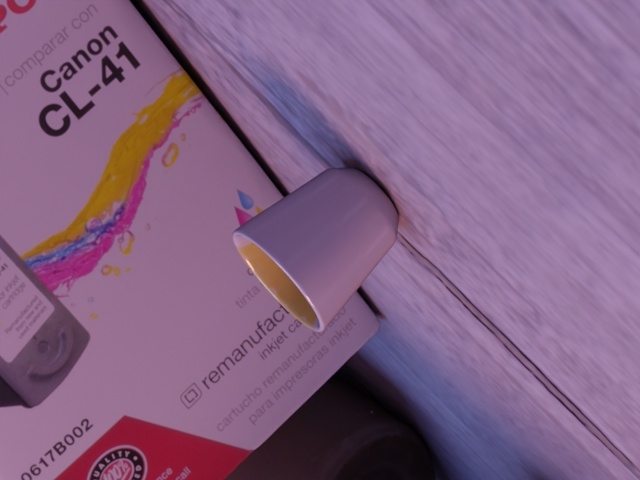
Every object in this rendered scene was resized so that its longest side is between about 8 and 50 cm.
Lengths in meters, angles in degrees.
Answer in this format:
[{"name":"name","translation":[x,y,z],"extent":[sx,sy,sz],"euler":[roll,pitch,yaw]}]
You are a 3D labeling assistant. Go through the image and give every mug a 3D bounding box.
[{"name":"mug","translation":[-0.001,-0.002,0.867],"extent":[0.062,0.064,0.078],"euler":[53,166,-23]}]

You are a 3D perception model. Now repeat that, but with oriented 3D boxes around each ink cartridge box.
[{"name":"ink cartridge box","translation":[-0.150,0.002,0.995],"extent":[0.306,0.226,0.131],"euler":[52,165,-22]}]

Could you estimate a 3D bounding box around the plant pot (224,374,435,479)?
[{"name":"plant pot","translation":[-0.056,0.166,1.202],"extent":[0.229,0.263,0.263],"euler":[14,148,37]}]
